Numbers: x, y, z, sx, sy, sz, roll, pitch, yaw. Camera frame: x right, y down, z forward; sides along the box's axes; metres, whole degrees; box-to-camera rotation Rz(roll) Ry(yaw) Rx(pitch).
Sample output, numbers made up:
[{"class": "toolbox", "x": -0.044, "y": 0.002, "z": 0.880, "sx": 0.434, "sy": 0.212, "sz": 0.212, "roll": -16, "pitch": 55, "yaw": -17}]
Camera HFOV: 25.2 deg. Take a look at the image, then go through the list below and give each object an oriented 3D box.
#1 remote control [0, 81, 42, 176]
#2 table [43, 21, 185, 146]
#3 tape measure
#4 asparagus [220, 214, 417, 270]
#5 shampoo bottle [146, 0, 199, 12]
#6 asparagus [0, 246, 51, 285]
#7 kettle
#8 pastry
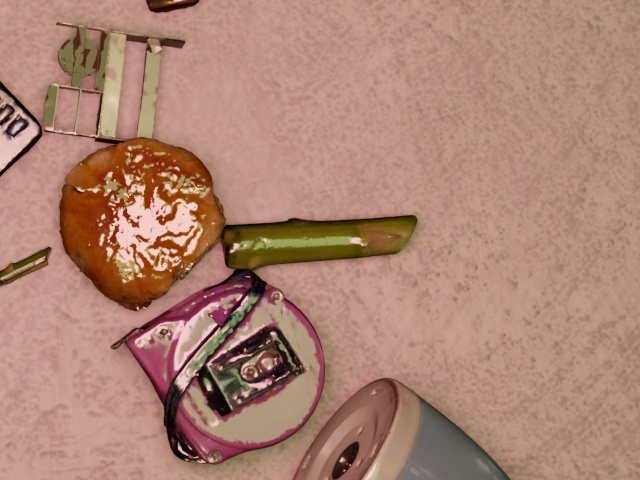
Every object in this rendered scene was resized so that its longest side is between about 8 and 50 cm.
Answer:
[{"class": "remote control", "x": -0.546, "y": -0.236, "z": 1.860, "sx": 0.144, "sy": 0.062, "sz": 0.399, "roll": -45, "pitch": 98, "yaw": -8}, {"class": "table", "x": -0.276, "y": -0.204, "z": 1.912, "sx": 0.175, "sy": 0.062, "sz": 0.146, "roll": 7, "pitch": 87, "yaw": -12}, {"class": "tape measure", "x": -0.119, "y": 0.171, "z": 1.887, "sx": 0.245, "sy": 0.149, "sz": 0.231, "roll": -34, "pitch": 94, "yaw": -10}, {"class": "asparagus", "x": 0.000, "y": 0.001, "z": 1.962, "sx": 0.278, "sy": 0.067, "sz": 0.060, "roll": -2, "pitch": 127, "yaw": -9}, {"class": "shampoo bottle", "x": -0.212, "y": -0.485, "z": 1.923, "sx": 0.126, "sy": 0.084, "sz": 0.350, "roll": -4, "pitch": 90, "yaw": -4}, {"class": "asparagus", "x": -0.404, "y": 0.040, "z": 1.900, "sx": 0.108, "sy": 0.025, "sz": 0.021, "roll": -26, "pitch": 73, "yaw": -8}, {"class": "kettle", "x": 0.131, "y": 0.400, "z": 1.912, "sx": 0.342, "sy": 0.247, "sz": 0.319, "roll": 37, "pitch": 114, "yaw": -15}, {"class": "pastry", "x": -0.235, "y": -0.020, "z": 1.886, "sx": 0.218, "sy": 0.100, "sz": 0.229, "roll": 8, "pitch": 89, "yaw": -2}]
